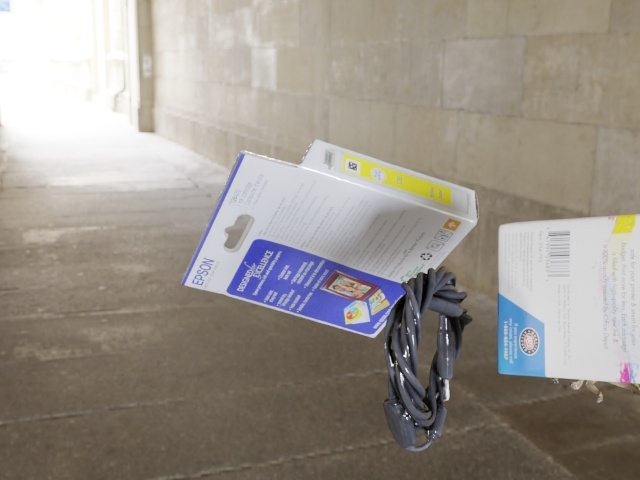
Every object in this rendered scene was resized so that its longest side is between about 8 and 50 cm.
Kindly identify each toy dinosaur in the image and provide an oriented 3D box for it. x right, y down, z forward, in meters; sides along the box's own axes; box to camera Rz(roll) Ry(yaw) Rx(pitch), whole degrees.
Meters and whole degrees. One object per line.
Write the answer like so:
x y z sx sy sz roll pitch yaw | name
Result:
0.317 0.132 0.943 0.092 0.053 0.183 -20 50 -10 | toy dinosaur

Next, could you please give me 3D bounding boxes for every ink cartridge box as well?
0.000 0.000 1.048 0.307 0.304 0.072 19 50 -14 | ink cartridge box
0.264 0.048 0.636 0.231 0.134 0.078 -3 -8 41 | ink cartridge box

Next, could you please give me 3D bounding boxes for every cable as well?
0.102 0.099 0.712 0.047 0.185 0.151 14 52 29 | cable
